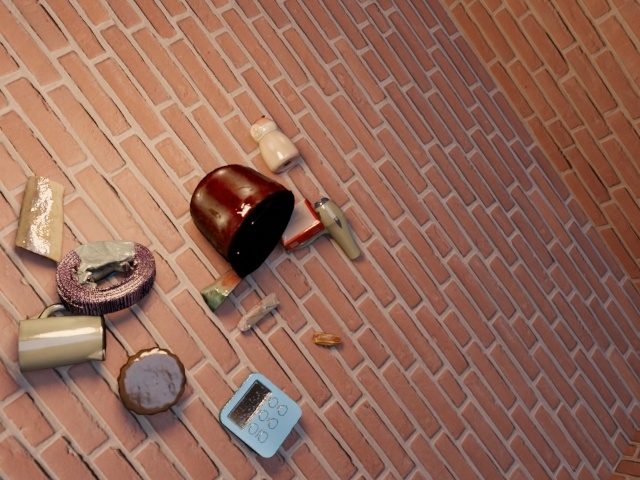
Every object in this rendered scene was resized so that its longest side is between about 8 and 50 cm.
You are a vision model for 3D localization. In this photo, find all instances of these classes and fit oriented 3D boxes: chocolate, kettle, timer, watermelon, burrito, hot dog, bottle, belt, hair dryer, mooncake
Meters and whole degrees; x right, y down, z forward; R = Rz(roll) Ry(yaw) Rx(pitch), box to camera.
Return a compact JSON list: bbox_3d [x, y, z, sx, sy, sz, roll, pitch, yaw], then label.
[{"bbox_3d":[-0.319,-0.110,1.844,0.331,0.384,0.384,31,65,10],"label":"chocolate"},{"bbox_3d":[-0.847,0.306,1.629,0.255,0.165,0.240,-4,51,-26],"label":"kettle"},{"bbox_3d":[-0.227,0.652,1.857,0.250,0.091,0.232,42,65,-6],"label":"timer"},{"bbox_3d":[-0.344,0.152,1.909,0.094,0.154,0.241,49,50,-6],"label":"watermelon"},{"bbox_3d":[-0.245,0.285,1.951,0.203,0.064,0.064,-40,95,-28],"label":"burrito"},{"bbox_3d":[0.026,0.415,2.055,0.133,0.041,0.057,13,65,-15],"label":"hot dog"},{"bbox_3d":[-0.205,-0.417,2.091,0.147,0.147,0.237,-32,84,-27],"label":"bottle"},{"bbox_3d":[-0.731,0.118,1.698,0.324,0.122,0.260,-19,59,-28],"label":"belt"},{"bbox_3d":[-0.956,-0.069,1.687,0.143,0.105,0.300,2,76,-19],"label":"burrito"},{"bbox_3d":[0.039,0.005,2.139,0.295,0.119,0.298,36,82,-17],"label":"hair dryer"},{"bbox_3d":[-0.587,0.485,1.717,0.228,0.124,0.228,3,81,-20],"label":"mooncake"}]

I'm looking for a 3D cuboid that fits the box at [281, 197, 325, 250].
[{"bbox_3d":[-0.088,-0.063,2.028,0.182,0.099,0.133,-35,69,4],"label":"box"}]
